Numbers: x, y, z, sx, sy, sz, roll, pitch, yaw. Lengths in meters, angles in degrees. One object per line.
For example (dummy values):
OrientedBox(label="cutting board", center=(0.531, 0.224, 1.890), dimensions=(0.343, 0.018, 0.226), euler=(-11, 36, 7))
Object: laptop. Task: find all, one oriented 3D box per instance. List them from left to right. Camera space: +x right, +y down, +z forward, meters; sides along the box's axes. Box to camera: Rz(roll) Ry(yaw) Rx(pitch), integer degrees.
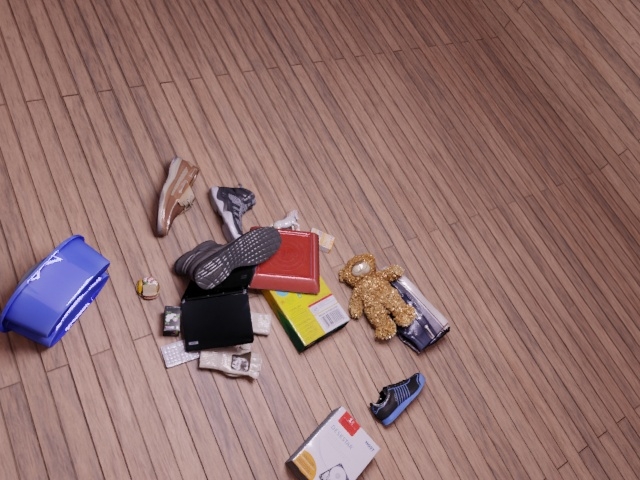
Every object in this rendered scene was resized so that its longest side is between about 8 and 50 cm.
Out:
OrientedBox(label="laptop", center=(-0.318, 0.207, 1.656), dimensions=(0.234, 0.137, 0.264), euler=(-9, 31, 11))

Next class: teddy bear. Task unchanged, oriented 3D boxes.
OrientedBox(label="teddy bear", center=(0.199, 0.191, 1.837), dimensions=(0.113, 0.244, 0.338), euler=(23, 47, -61))

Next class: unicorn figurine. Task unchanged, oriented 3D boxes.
OrientedBox(label="unicorn figurine", center=(-0.124, -0.060, 1.930), dimensions=(0.161, 0.060, 0.111), euler=(-15, 69, -27))

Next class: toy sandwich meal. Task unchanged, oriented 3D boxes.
OrientedBox(label="toy sandwich meal", center=(-0.564, 0.153, 1.668), dimensions=(0.085, 0.029, 0.086), euler=(9, 60, -15))

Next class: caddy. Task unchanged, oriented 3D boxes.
OrientedBox(label="caddy", center=(-0.773, 0.139, 1.476), dimensions=(0.179, 0.241, 0.341), euler=(33, 56, -5))

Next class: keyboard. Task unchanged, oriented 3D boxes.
OrientedBox(label="keyboard", center=(-0.379, 0.337, 1.643), dimensions=(0.255, 0.014, 0.072), euler=(-14, 68, -27))

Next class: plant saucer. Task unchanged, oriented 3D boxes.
OrientedBox(label="plant saucer", center=(-0.125, 0.055, 1.785), dimensions=(0.258, 0.048, 0.259), euler=(6, 54, -10))

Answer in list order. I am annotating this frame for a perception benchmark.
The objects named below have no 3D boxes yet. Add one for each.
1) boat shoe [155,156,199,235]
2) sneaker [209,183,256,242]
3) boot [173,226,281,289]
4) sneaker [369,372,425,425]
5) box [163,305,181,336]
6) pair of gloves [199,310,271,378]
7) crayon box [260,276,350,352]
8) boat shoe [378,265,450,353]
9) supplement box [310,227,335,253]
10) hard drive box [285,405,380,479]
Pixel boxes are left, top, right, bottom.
OrientedBox(label="boat shoe", center=(-0.506, -0.159, 1.813), dimensions=(0.116, 0.123, 0.325), euler=(15, 60, -14))
OrientedBox(label="sneaker", center=(-0.296, -0.100, 1.863), dimensions=(0.152, 0.101, 0.269), euler=(-18, 67, -25))
OrientedBox(label="boot", center=(-0.317, 0.030, 1.709), dimensions=(0.338, 0.222, 0.118), euler=(-26, 114, -27))
OrientedBox(label="sneaker", center=(0.265, 0.518, 1.736), dimensions=(0.232, 0.081, 0.090), euler=(-38, 87, -31))
OrientedBox(label="box", center=(-0.474, 0.258, 1.622), dimensions=(0.052, 0.062, 0.084), euler=(5, 61, -18))
OrientedBox(label="pair of gloves", center=(-0.272, 0.320, 1.658), dimensions=(0.204, 0.042, 0.240), euler=(18, 57, -10))
OrientedBox(label="crayon box", center=(-0.068, 0.205, 1.786), dimensions=(0.202, 0.081, 0.319), euler=(-24, 70, -29))
OrientedBox(label="boat shoe", center=(0.307, 0.258, 1.877), dimensions=(0.158, 0.127, 0.340), euler=(-40, 73, -19))
OrientedBox(label="supplement box", center=(0.000, 0.000, 1.956), dimensions=(0.098, 0.036, 0.062), euler=(23, 56, -6))
OrientedBox(label="hard drive box", center=(0.038, 0.664, 1.568), dimensions=(0.181, 0.089, 0.232), euler=(46, 57, 8))
